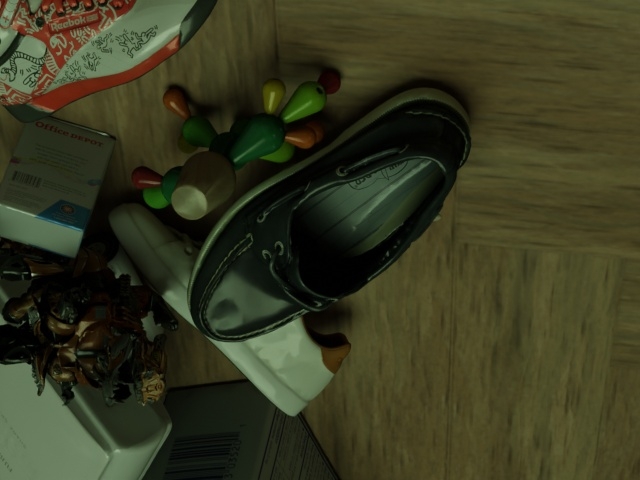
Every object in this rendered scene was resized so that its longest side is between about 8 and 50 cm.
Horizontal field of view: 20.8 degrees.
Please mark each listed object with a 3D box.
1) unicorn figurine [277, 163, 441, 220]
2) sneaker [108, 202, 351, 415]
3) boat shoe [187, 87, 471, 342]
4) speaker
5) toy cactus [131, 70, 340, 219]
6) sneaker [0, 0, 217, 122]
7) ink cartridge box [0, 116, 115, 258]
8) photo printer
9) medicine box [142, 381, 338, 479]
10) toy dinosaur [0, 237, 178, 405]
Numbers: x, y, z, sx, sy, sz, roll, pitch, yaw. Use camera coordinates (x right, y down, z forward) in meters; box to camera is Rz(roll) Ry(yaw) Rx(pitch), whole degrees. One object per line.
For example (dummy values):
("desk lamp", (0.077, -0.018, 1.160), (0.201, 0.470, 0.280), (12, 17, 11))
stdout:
("unicorn figurine", (0.026, -0.037, 1.675), (0.162, 0.060, 0.111), (-20, 121, 13))
("sneaker", (-0.086, 0.042, 1.774), (0.123, 0.106, 0.290), (-44, 110, 4))
("boat shoe", (0.003, 0.002, 1.595), (0.340, 0.113, 0.127), (-35, 118, 20))
("speaker", (-0.211, 0.056, 1.826), (0.055, 0.055, 0.136), (-5, 135, 18))
("toy cactus", (-0.091, -0.081, 1.570), (0.219, 0.180, 0.112), (-19, 109, 24))
("sneaker", (-0.224, -0.203, 1.524), (0.270, 0.090, 0.145), (-22, 130, 35))
("ink cartridge box", (-0.256, -0.054, 1.670), (0.088, 0.122, 0.052), (17, 141, -5))
("photo printer", (-0.301, 0.203, 1.887), (0.256, 0.107, 0.307), (51, 139, 17))
("medicine box", (-0.083, 0.350, 1.955), (0.149, 0.263, 0.289), (-8, 134, 22))
("toy dinosaur", (-0.265, 0.072, 1.682), (0.218, 0.322, 0.164), (-13, 105, -26))
